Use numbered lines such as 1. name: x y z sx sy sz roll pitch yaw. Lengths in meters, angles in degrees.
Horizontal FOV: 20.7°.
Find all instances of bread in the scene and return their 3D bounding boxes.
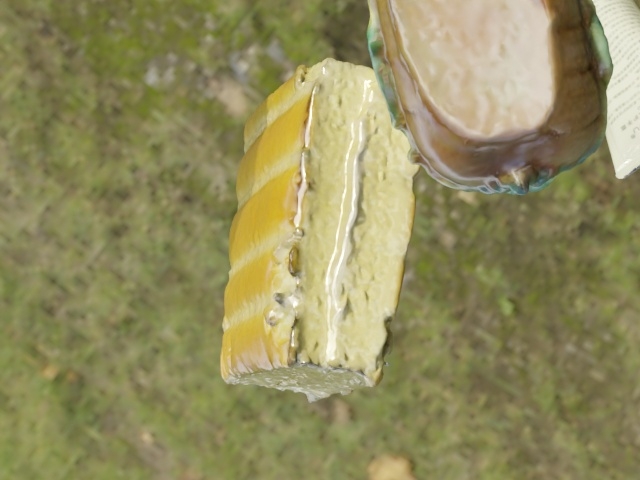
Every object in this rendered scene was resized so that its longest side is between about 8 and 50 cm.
1. bread: 0.000 0.000 1.348 0.111 0.239 0.246 8 169 -12

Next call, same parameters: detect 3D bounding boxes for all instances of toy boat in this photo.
1. toy boat: 0.060 -0.163 0.809 0.109 0.292 0.099 -13 177 9

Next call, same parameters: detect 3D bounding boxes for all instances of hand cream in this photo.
1. hand cream: 0.220 -0.130 1.266 0.080 0.234 0.050 -37 123 19
